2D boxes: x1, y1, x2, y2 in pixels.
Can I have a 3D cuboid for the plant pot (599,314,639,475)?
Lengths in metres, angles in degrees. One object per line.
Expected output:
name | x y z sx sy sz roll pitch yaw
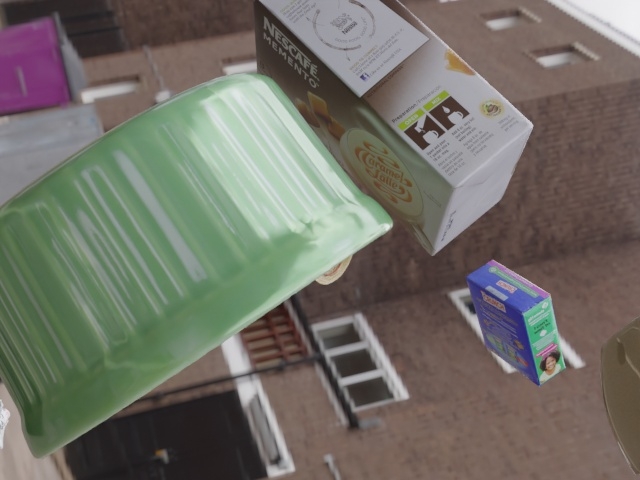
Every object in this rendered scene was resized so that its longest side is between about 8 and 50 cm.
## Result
plant pot | 0.549 0.207 1.601 0.191 0.284 0.284 54 -20 19

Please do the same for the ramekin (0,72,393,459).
ramekin | -0.112 0.011 0.744 0.148 0.303 0.303 57 -13 1

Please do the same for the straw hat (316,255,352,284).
straw hat | 0.000 0.000 1.784 0.061 0.144 0.144 21 -50 35

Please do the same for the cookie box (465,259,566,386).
cookie box | 0.205 0.086 1.076 0.092 0.040 0.107 37 -25 50

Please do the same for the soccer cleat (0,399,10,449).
soccer cleat | -0.380 0.214 1.203 0.083 0.035 0.029 40 -36 52

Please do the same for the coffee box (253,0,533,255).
coffee box | 0.056 -0.124 0.912 0.246 0.098 0.141 46 -19 16
